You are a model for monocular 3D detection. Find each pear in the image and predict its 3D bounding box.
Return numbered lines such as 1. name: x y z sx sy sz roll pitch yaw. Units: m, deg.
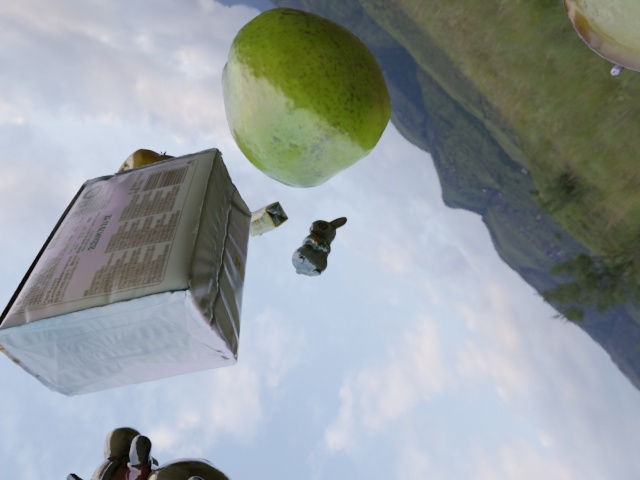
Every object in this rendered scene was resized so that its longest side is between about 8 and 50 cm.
1. pear: -0.042 -0.316 1.066 0.391 0.391 0.391 29 -148 -20

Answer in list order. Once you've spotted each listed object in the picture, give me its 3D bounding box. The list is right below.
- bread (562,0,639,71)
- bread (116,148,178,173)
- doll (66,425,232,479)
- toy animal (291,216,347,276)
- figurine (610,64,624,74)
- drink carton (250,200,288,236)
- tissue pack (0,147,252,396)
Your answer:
1. bread: 0.304 -0.265 0.357 0.270 0.270 0.148 51 -172 19
2. bread: -0.432 -0.078 1.376 0.336 0.328 0.148 19 -147 -30
3. doll: -0.287 0.461 0.865 0.329 0.235 0.174 5 -151 26
4. toy animal: -0.003 -0.001 1.621 0.251 0.127 0.125 -60 -42 -29
5. figurine: 0.665 -0.394 0.888 0.102 0.260 0.206 9 -109 -21
6. drink carton: -0.189 -0.060 1.511 0.074 0.200 0.084 -41 -76 -38
7. tissue pack: -0.179 0.025 0.501 0.225 0.184 0.124 -94 -13 -49
